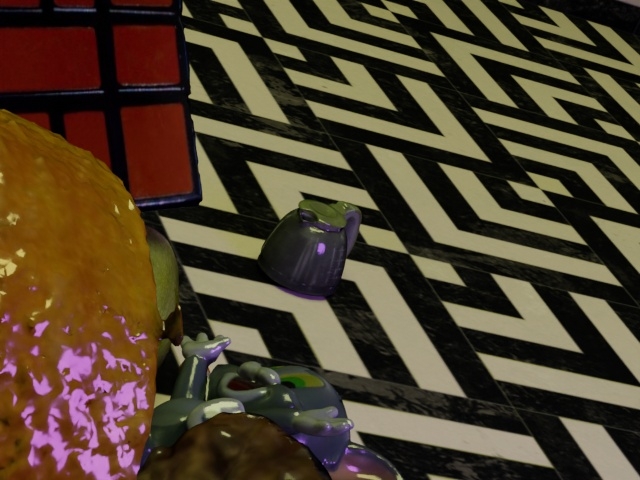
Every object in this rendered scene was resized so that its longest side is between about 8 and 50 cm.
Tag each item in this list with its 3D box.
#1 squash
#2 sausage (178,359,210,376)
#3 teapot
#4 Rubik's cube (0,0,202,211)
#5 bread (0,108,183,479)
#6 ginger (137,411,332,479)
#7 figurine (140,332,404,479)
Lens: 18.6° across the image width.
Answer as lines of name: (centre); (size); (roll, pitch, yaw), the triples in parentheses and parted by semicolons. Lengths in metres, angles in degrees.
squash: (-0.182, 0.065, 1.722); (0.123, 0.123, 0.187); (19, 21, -11)
sausage: (-0.110, 0.134, 1.751); (0.031, 0.031, 0.107); (17, 20, -16)
teapot: (-0.008, -0.003, 2.100); (0.092, 0.091, 0.124); (24, 21, -1)
Rubik's cube: (-0.307, -0.148, 1.740); (0.288, 0.283, 0.293); (-3, 0, 37)
bread: (-0.265, 0.080, 1.093); (0.215, 0.398, 0.398); (18, 20, -32)
ginger: (-0.089, 0.258, 1.180); (0.269, 0.223, 0.200); (-18, 37, 2)
figurine: (-0.063, 0.167, 1.581); (0.193, 0.140, 0.265); (10, 23, 37)
